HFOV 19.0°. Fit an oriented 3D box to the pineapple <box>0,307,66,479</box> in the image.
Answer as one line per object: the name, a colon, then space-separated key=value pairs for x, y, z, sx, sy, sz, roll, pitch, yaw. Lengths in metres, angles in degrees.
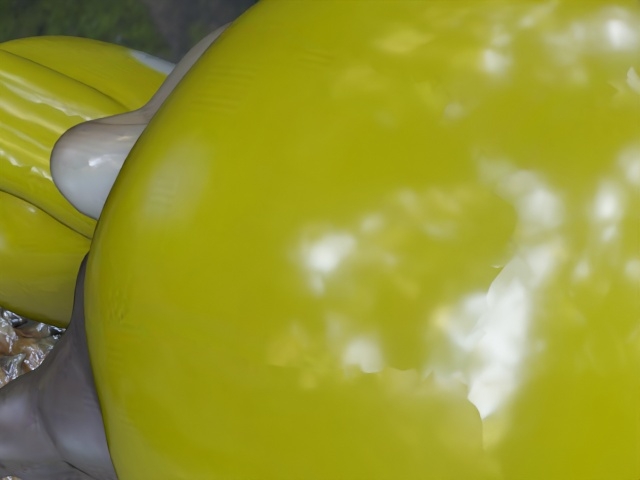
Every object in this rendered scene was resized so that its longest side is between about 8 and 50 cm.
pineapple: x=-0.157 y=0.115 z=1.060 sx=0.357 sy=0.223 sz=0.223 roll=-22 pitch=72 yaw=-28

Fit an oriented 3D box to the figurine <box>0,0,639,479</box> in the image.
figurine: x=0.000 y=0.000 z=0.510 sx=0.215 sy=0.343 sz=0.187 roll=-2 pitch=102 yaw=-35
